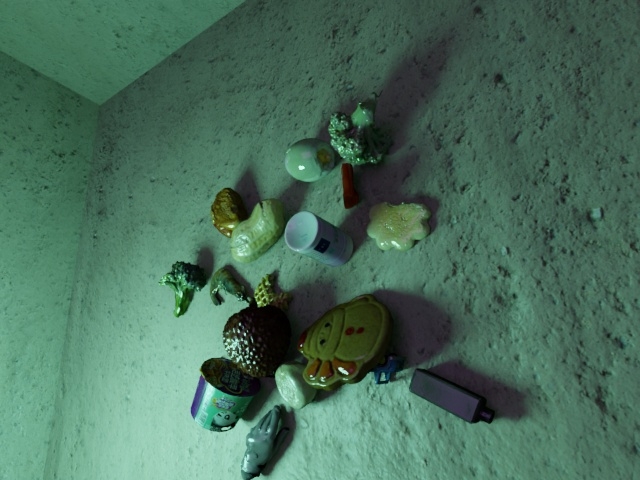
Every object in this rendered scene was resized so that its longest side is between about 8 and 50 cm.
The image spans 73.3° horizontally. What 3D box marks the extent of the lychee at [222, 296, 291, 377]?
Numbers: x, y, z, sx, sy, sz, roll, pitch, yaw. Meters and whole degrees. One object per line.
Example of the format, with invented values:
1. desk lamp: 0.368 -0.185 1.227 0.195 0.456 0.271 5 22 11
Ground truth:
1. lychee: -0.244 0.368 1.644 0.275 0.275 0.304 -22 72 28

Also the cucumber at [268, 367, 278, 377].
1. cucumber: -0.195 0.518 1.701 0.181 0.053 0.053 -8 70 31

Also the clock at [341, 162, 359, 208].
1. clock: 0.114 -0.219 1.712 0.061 0.113 0.155 -6 68 1

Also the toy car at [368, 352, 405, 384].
1. toy car: 0.186 0.426 1.433 0.191 0.097 0.100 -12 71 32

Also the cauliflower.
1. cauliflower: 0.152 -0.433 1.652 0.256 0.239 0.315 48 138 28

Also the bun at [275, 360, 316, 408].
1. bun: -0.081 0.518 1.576 0.173 0.113 0.166 60 141 15

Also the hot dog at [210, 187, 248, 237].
1. hot dog: -0.438 -0.119 2.041 0.153 0.150 0.257 -31 58 11

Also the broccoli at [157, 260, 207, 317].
1. broccoli: -0.670 0.233 2.038 0.177 0.198 0.275 32 93 38

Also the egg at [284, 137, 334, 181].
1. egg: -0.057 -0.339 1.824 0.217 0.183 0.183 3 76 43

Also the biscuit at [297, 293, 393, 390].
1. biscuit: 0.070 0.343 1.481 0.381 0.074 0.359 -14 36 34

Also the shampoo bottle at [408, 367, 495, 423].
1. shampoo bottle: 0.392 0.468 1.284 0.246 0.080 0.079 18 86 38

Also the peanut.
1. peanut: -0.271 -0.040 1.882 0.340 0.158 0.174 -41 93 12

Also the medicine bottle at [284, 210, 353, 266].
1. medicine bottle: 0.000 0.000 1.614 0.152 0.254 0.152 -12 67 32

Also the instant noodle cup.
1. instant noodle cup: -0.385 0.611 1.691 0.251 0.251 0.190 32 102 38

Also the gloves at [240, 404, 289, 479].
1. gloves: -0.209 0.755 1.601 0.142 0.119 0.286 20 81 7

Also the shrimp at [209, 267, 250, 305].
1. shrimp: -0.424 0.243 1.959 0.296 0.058 0.169 36 103 41

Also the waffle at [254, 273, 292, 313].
1. waffle: -0.202 0.231 1.805 0.194 0.051 0.149 25 90 39

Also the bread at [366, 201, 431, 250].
1. bread: 0.278 -0.052 1.575 0.250 0.039 0.182 4 76 36
